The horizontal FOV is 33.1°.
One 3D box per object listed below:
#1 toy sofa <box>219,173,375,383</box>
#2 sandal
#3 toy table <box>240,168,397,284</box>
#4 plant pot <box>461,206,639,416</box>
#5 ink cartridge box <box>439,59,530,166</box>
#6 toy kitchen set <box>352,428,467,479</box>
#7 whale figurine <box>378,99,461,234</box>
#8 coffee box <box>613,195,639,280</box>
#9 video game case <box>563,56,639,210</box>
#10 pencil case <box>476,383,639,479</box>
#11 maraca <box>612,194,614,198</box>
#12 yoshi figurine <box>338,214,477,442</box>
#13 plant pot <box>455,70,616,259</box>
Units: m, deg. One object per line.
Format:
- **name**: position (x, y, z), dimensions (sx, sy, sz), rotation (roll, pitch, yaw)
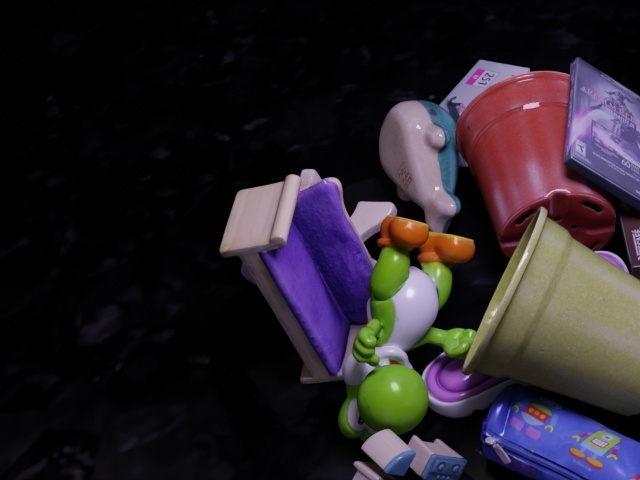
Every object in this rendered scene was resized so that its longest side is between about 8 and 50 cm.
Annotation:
- **toy sofa**: position (-0.005, 0.072, 1.791), dimensions (0.177, 0.362, 0.150), rotation (-9, 42, 22)
- **sandal**: position (0.342, 0.140, 1.758), dimensions (0.416, 0.102, 0.169), rotation (-37, 43, -13)
- **toy table**: position (0.000, 0.000, 1.976), dimensions (0.274, 0.252, 0.160), rotation (7, 64, 14)
- **plant pot**: position (0.380, 0.127, 1.582), dimensions (0.254, 0.276, 0.276), rotation (26, 54, 6)
- **ink cartridge box**: position (0.362, -0.254, 2.212), dimensions (0.239, 0.060, 0.275), rotation (18, 54, 38)
- **toy kitchen set**: position (0.120, 0.406, 1.606), dimensions (0.122, 0.166, 0.207), rotation (38, 105, 46)
- **whale figurine**: position (0.218, -0.145, 2.076), dimensions (0.141, 0.216, 0.272), rotation (-9, 60, -24)
- **coffee box**: position (0.583, -0.018, 1.828), dimensions (0.141, 0.098, 0.246), rotation (-10, 42, 14)
- **video game case**: position (0.504, -0.179, 1.839), dimensions (0.026, 0.196, 0.274), rotation (-47, 20, 45)
- **pencil case**: position (0.366, 0.314, 1.547), dimensions (0.133, 0.119, 0.306), rotation (-21, 32, -40)
- **maraca**: position (0.562, -0.150, 1.986), dimensions (0.185, 0.099, 0.127), rotation (-46, 31, 8)
- **yoshi figurine**: position (0.135, 0.154, 1.686), dimensions (0.204, 0.203, 0.362), rotation (17, 89, 15)
- **plant pot**: position (0.394, -0.110, 1.909), dimensions (0.273, 0.272, 0.265), rotation (-14, 50, 10)
